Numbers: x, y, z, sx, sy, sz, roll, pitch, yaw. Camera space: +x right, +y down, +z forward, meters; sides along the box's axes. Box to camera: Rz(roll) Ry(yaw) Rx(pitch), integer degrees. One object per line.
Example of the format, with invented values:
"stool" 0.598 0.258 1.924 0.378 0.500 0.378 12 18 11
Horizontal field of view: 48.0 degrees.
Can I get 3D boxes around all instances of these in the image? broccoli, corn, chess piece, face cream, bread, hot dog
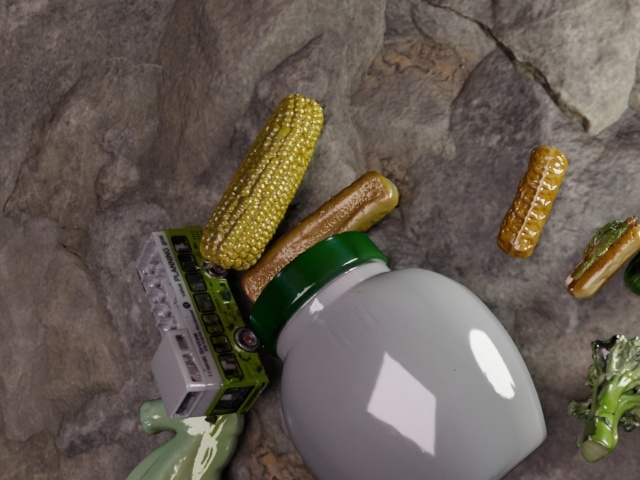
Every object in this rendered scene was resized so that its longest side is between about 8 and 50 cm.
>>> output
"broccoli" 0.335 0.191 0.824 0.122 0.204 0.118 11 113 33
"corn" -0.086 -0.078 1.093 0.101 0.101 0.310 28 83 26
"chess piece" -0.219 0.355 1.112 0.175 0.176 0.298 6 74 26
"face cream" 0.088 0.181 0.930 0.312 0.219 0.357 -46 67 14
"bread" 0.282 -0.051 0.961 0.052 0.044 0.157 23 94 29
"hot dog" -0.001 0.001 1.081 0.285 0.061 0.088 -35 71 19
"hot dog" 0.357 0.020 0.912 0.041 0.056 0.133 39 103 -7

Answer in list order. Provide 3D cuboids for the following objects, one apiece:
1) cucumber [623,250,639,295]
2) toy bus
"cucumber" 0.466 -0.016 0.854 0.241 0.074 0.074 -46 68 16
"toy bus" -0.194 0.120 1.089 0.113 0.139 0.302 -57 48 38
